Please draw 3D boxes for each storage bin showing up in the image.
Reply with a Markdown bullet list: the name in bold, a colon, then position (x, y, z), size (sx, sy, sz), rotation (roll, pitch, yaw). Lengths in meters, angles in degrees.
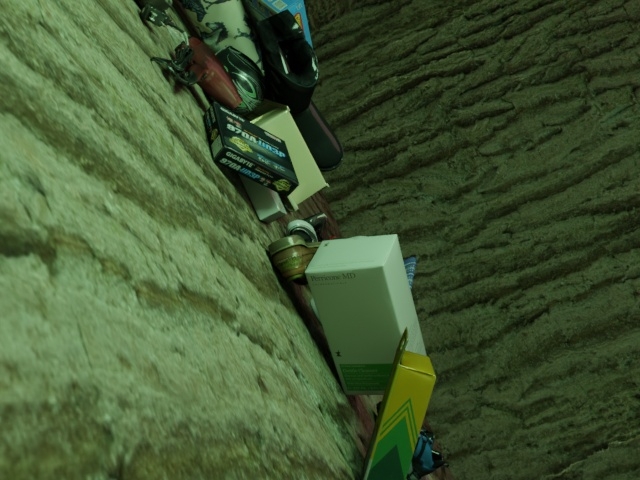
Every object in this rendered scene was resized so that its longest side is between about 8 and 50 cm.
- **storage bin**: position (-0.123, -0.254, 1.739), size (0.262, 0.123, 0.260), rotation (61, -10, -26)

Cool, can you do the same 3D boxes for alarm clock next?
- **alarm clock**: position (-0.392, -0.576, 1.330), size (0.192, 0.064, 0.129), rotation (59, 8, -54)

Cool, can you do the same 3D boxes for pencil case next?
- **pencil case**: position (-0.298, -0.634, 1.817), size (0.410, 0.184, 0.159), rotation (62, 27, -46)

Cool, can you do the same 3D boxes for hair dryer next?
- **hair dryer**: position (-0.283, -0.373, 1.357), size (0.293, 0.080, 0.223), rotation (23, 41, -53)

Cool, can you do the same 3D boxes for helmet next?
- **helmet**: position (-0.225, -0.413, 1.612), size (0.161, 0.169, 0.169), rotation (47, 9, -7)

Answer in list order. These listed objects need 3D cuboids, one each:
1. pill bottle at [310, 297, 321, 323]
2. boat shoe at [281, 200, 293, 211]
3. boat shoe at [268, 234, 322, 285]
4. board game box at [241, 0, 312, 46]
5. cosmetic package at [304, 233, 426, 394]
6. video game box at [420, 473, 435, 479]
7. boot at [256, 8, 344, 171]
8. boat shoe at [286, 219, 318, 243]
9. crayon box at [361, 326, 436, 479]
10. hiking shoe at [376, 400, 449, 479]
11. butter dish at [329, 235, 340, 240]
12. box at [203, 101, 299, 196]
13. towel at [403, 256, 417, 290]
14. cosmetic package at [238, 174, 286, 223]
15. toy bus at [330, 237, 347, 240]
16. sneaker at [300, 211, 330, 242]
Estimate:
- **pill bottle**: position (0.076, 0.155, 1.651), size (0.108, 0.194, 0.108), rotation (63, 6, -13)
- **boat shoe**: position (-0.110, -0.133, 1.968), size (0.038, 0.046, 0.125), rotation (62, -4, 28)
- **boat shoe**: position (-0.043, 0.063, 1.512), size (0.104, 0.111, 0.307), rotation (69, 17, 11)
- **board game box**: position (-0.155, -0.663, 1.850), size (0.308, 0.086, 0.302), rotation (45, -13, 25)
- **cosmetic package**: position (0.117, 0.181, 1.457), size (0.155, 0.197, 0.365), rotation (-60, 136, -54)
- **video game box**: position (0.348, 0.808, 1.944), size (0.187, 0.048, 0.205), rotation (58, 9, -30)
- **boot**: position (-0.043, -0.391, 1.707), size (0.367, 0.146, 0.445), rotation (49, -12, 1)
- **boat shoe**: position (-0.037, 0.033, 1.792), size (0.228, 0.080, 0.076), rotation (69, 0, -48)
- **crayon box**: position (0.167, 0.351, 1.266), size (0.202, 0.081, 0.318), rotation (-3, 109, -83)
- **hiking shoe**: position (0.264, 0.573, 1.801), size (0.304, 0.132, 0.113), rotation (61, 7, -25)
- **butter dish**: position (0.071, 0.044, 2.399), size (0.160, 0.118, 0.160), rotation (66, 7, 16)
- **box**: position (-0.162, -0.211, 1.428), size (0.220, 0.051, 0.175), rotation (24, 33, -38)
- **towel**: position (0.164, 0.179, 1.734), size (0.040, 0.243, 0.336), rotation (52, 26, -13)
- **cosmetic package**: position (-0.167, -0.164, 1.548), size (0.239, 0.060, 0.099), rotation (64, 7, 6)
- **toy bus**: position (0.111, 0.087, 1.796), size (0.220, 0.212, 0.149), rotation (-51, 140, -62)
- **sneaker**: position (0.000, 0.000, 2.074), size (0.281, 0.106, 0.162), rotation (20, 47, -82)
